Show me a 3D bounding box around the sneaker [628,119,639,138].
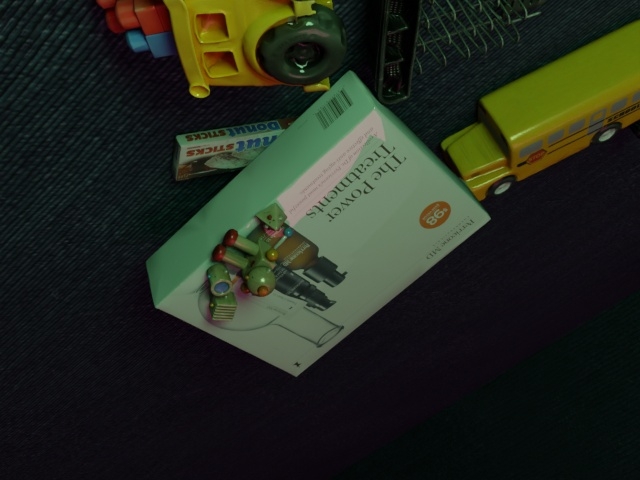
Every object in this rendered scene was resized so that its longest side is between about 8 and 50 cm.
[{"bbox_3d":[0.569,-0.258,1.210,0.122,0.110,0.283,-26,155,-7],"label":"sneaker"}]

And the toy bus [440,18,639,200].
[{"bbox_3d":[0.345,-0.188,1.128,0.332,0.108,0.130,-26,154,1],"label":"toy bus"}]

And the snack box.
[{"bbox_3d":[-0.097,-0.117,0.952,0.178,0.022,0.064,-13,149,-25],"label":"snack box"}]

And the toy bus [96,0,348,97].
[{"bbox_3d":[-0.091,-0.230,0.640,0.211,0.150,0.220,-8,150,-2],"label":"toy bus"}]

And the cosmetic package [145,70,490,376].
[{"bbox_3d":[0.000,0.000,1.023,0.377,0.097,0.284,-41,135,16],"label":"cosmetic package"}]

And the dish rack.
[{"bbox_3d":[0.176,-0.279,0.845,0.271,0.074,0.208,-21,155,-11],"label":"dish rack"}]

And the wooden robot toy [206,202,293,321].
[{"bbox_3d":[-0.087,0.041,0.901,0.076,0.079,0.173,22,118,-33],"label":"wooden robot toy"}]
